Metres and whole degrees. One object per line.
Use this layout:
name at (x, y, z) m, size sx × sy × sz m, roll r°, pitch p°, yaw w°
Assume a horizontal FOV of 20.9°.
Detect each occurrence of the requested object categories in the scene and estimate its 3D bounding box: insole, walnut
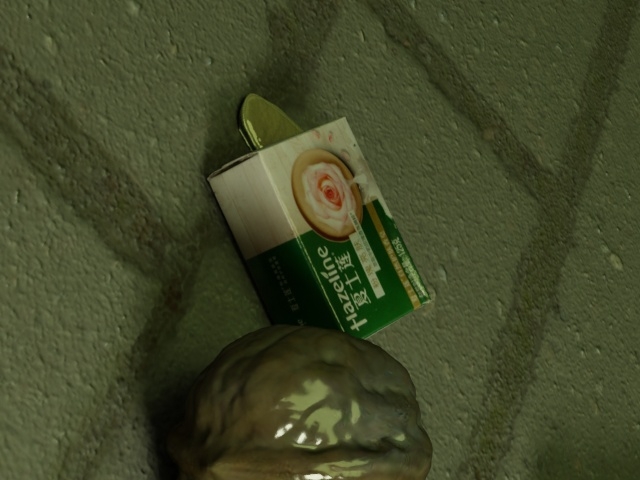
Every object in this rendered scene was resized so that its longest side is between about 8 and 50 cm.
insole at (0.006, -0.047, 1.687) m, size 0.248 × 0.011 × 0.081 m, roll 45°, pitch 41°, yaw -24°
walnut at (-0.021, 0.171, 1.381) m, size 0.224 × 0.224 × 0.224 m, roll 28°, pitch 50°, yaw -38°

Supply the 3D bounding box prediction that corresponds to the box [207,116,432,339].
box at (0.000, 0.000, 1.588) m, size 0.135 × 0.081 × 0.199 m, roll -27°, pitch 90°, yaw -49°
